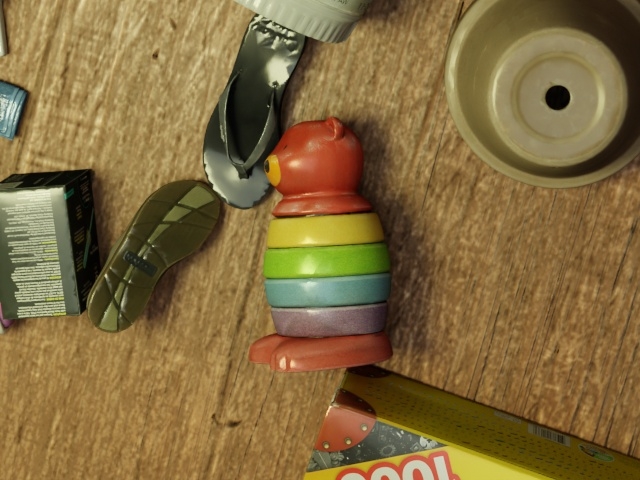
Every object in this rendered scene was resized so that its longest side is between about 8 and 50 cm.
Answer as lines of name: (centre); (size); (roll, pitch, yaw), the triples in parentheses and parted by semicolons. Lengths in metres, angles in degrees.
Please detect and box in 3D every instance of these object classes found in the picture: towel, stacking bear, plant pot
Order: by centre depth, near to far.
plant pot: (0.263, -0.175, 1.819); (0.263, 0.229, 0.263); (2, 101, 8)
stacking bear: (0.000, 0.000, 1.933); (0.164, 0.175, 0.289); (-4, 92, -16)
towel: (-0.425, -0.173, 2.015); (0.119, 0.029, 0.067); (19, 103, 4)

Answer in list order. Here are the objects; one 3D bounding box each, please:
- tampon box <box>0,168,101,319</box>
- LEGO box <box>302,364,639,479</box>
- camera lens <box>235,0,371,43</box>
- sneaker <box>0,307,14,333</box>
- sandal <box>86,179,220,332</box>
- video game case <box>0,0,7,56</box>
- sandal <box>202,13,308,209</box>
tampon box: (-0.335, 0.004, 1.992); (0.101, 0.120, 0.161); (-3, 102, 7)
LEGO box: (0.199, 0.413, 1.969); (0.500, 0.193, 0.373); (19, 103, 4)
camera lens: (-0.002, -0.386, 1.814); (0.219, 0.219, 0.274); (29, 104, 1)
sneaker: (-0.486, -0.012, 2.009); (0.152, 0.114, 0.305); (-14, 103, 11)
sandal: (-0.210, 0.016, 1.994); (0.090, 0.060, 0.219); (35, 83, -18)
video game case: (-0.489, -0.325, 1.994); (0.193, 0.023, 0.212); (-3, 101, 8)
sandal: (-0.085, -0.156, 1.950); (0.097, 0.054, 0.255); (16, 111, 6)
